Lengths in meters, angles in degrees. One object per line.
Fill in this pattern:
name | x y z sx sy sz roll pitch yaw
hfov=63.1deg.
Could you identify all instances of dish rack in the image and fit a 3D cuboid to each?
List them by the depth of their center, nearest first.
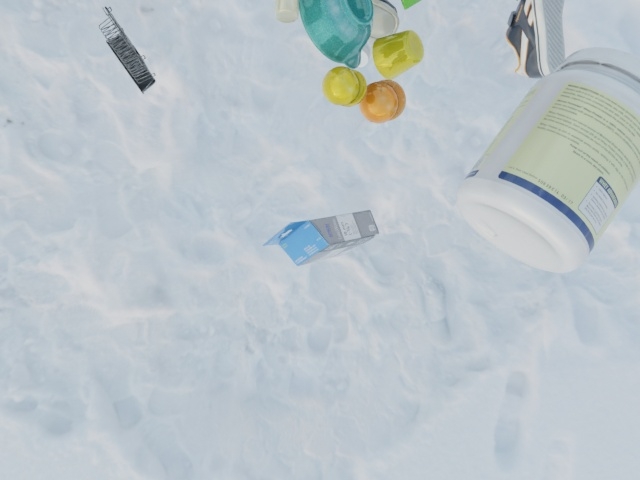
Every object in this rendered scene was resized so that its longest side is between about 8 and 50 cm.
dish rack | -0.621 -0.606 1.661 0.074 0.271 0.208 -37 93 -7

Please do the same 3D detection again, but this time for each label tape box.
label tape box | 0.000 0.000 1.833 0.333 0.240 0.106 -12 76 -33

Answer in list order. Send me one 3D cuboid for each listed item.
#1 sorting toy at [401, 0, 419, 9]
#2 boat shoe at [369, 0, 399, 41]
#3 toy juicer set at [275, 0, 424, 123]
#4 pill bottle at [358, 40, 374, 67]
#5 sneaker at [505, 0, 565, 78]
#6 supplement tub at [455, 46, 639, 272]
sorting toy | 0.167 -0.460 0.823 0.195 0.348 0.047 -16 131 12
boat shoe | 0.030 -0.442 0.913 0.254 0.079 0.095 17 130 -25
toy juicer set | 0.013 -0.293 0.735 0.329 0.089 0.209 34 61 -37
pill bottle | 0.095 -0.430 1.115 0.067 0.067 0.120 26 61 -10
sneaker | 0.536 -0.573 1.314 0.126 0.127 0.321 -17 110 -33
supplement tub | 0.414 -0.135 0.890 0.235 0.235 0.325 39 84 -10
